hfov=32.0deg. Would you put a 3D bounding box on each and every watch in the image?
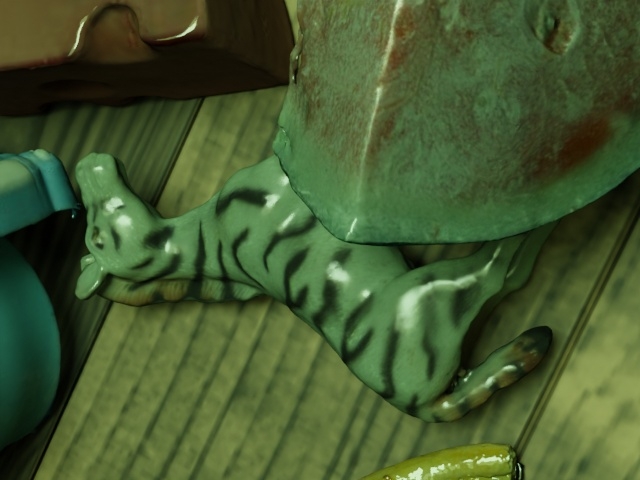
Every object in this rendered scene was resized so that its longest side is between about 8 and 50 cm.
[{"bbox_3d":[-0.231,0.050,0.613,0.211,0.211,0.193,5,109,22],"label":"watch"}]

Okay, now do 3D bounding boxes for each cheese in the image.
[{"bbox_3d":[-0.107,-0.132,0.595,0.177,0.128,0.203,29,95,22],"label":"cheese"}]

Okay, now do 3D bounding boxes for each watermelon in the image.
[{"bbox_3d":[0.072,-0.150,0.441,0.318,0.226,0.148,-48,41,-5],"label":"watermelon"}]

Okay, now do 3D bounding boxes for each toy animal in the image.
[{"bbox_3d":[0.002,-0.018,0.567,0.255,0.090,0.170,19,97,25],"label":"toy animal"}]

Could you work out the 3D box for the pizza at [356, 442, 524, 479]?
[{"bbox_3d":[0.040,0.165,0.555,0.160,0.036,0.099,-33,74,16],"label":"pizza"}]
